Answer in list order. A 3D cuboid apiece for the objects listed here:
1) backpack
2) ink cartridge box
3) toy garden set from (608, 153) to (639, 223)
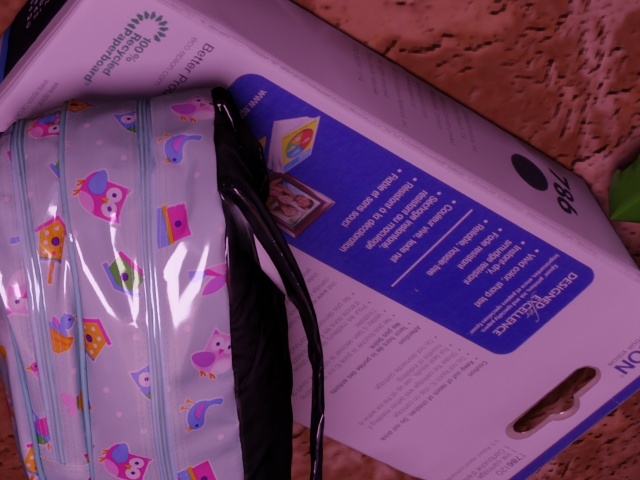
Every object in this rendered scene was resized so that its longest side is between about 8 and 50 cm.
[{"bbox_3d":[-0.064,0.034,0.626,0.115,0.152,0.182,-10,120,-8],"label":"backpack"},{"bbox_3d":[0.000,0.000,0.735,0.333,0.065,0.165,30,123,-26],"label":"ink cartridge box"},{"bbox_3d":[0.256,-0.058,0.659,0.204,0.049,0.244,5,162,-14],"label":"toy garden set"}]
